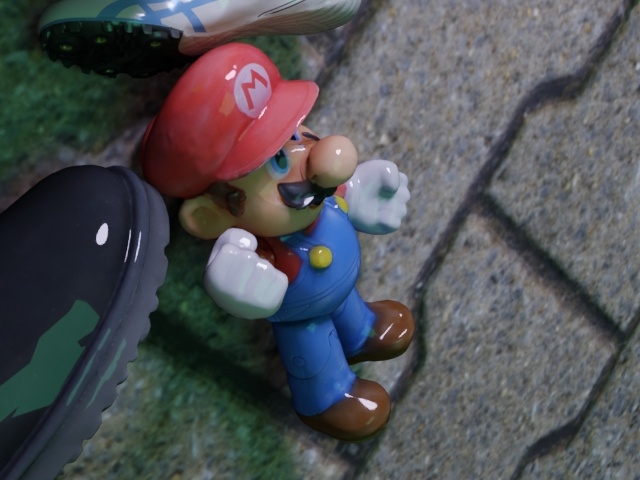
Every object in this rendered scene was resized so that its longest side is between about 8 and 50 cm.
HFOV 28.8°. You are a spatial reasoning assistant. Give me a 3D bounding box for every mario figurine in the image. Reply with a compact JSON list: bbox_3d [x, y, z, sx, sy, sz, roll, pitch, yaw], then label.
[{"bbox_3d":[0.000,0.000,0.871,0.170,0.198,0.320,-28,129,-2],"label":"mario figurine"}]

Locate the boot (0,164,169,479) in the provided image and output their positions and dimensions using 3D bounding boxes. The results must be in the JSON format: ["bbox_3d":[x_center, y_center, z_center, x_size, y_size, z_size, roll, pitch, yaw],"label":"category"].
[{"bbox_3d":[-0.333,0.025,0.655,0.445,0.146,0.367,35,78,-35],"label":"boot"}]

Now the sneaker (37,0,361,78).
[{"bbox_3d":[-0.082,-0.167,0.840,0.237,0.085,0.086,-17,83,-29],"label":"sneaker"}]
